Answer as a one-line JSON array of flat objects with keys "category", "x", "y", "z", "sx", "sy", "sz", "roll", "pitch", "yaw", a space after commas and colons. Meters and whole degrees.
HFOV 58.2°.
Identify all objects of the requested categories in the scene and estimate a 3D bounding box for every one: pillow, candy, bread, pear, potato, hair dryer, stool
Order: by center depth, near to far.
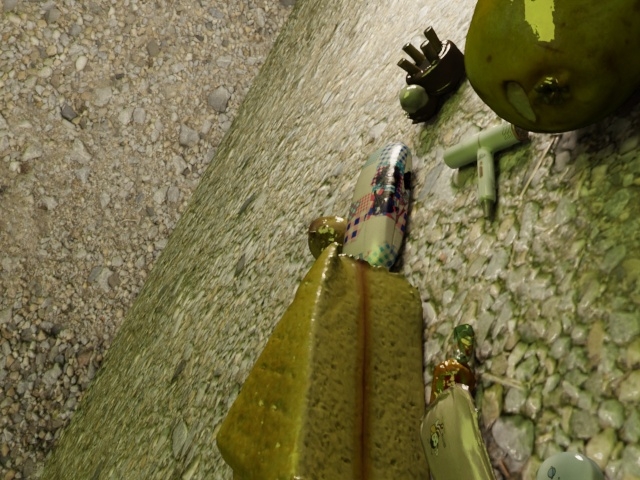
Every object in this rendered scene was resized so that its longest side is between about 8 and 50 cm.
[{"category": "pillow", "x": 0.162, "y": 0.276, "z": 0.634, "sx": 0.233, "sy": 0.038, "sz": 0.131, "roll": -102, "pitch": 25, "yaw": -44}, {"category": "candy", "x": 0.173, "y": 0.200, "z": 0.751, "sx": 0.053, "sy": 0.046, "sz": 0.182, "roll": 0, "pitch": 70, "yaw": 45}, {"category": "bread", "x": 0.058, "y": 0.175, "z": 0.770, "sx": 0.245, "sy": 0.233, "sz": 0.362, "roll": -6, "pitch": 55, "yaw": 59}, {"category": "pear", "x": 0.325, "y": -0.285, "z": 0.779, "sx": 0.269, "sy": 0.269, "sz": 0.321, "roll": -37, "pitch": 20, "yaw": 38}, {"category": "hair dryer", "x": 0.258, "y": -0.100, "z": 0.945, "sx": 0.155, "sy": 0.044, "sz": 0.183, "roll": -21, "pitch": 47, "yaw": 56}, {"category": "stool", "x": 0.219, "y": -0.343, "z": 1.200, "sx": 0.217, "sy": 0.121, "sz": 0.125, "roll": -58, "pitch": 26, "yaw": -12}, {"category": "potato", "x": 0.000, "y": 0.000, "z": 1.242, "sx": 0.172, "sy": 0.089, "sz": 0.101, "roll": -10, "pitch": 55, "yaw": 56}]

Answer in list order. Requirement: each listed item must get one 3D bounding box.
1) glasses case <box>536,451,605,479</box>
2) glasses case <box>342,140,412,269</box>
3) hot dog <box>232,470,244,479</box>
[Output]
[{"category": "glasses case", "x": 0.235, "y": 0.289, "z": 0.534, "sx": 0.067, "sy": 0.045, "sz": 0.178, "roll": -38, "pitch": 32, "yaw": 49}, {"category": "glasses case", "x": 0.111, "y": -0.059, "z": 1.119, "sx": 0.125, "sy": 0.076, "sz": 0.327, "roll": -27, "pitch": 39, "yaw": 45}, {"category": "hot dog", "x": -0.090, "y": 0.373, "z": 1.009, "sx": 0.242, "sy": 0.073, "sz": 0.084, "roll": -40, "pitch": 25, "yaw": 33}]
